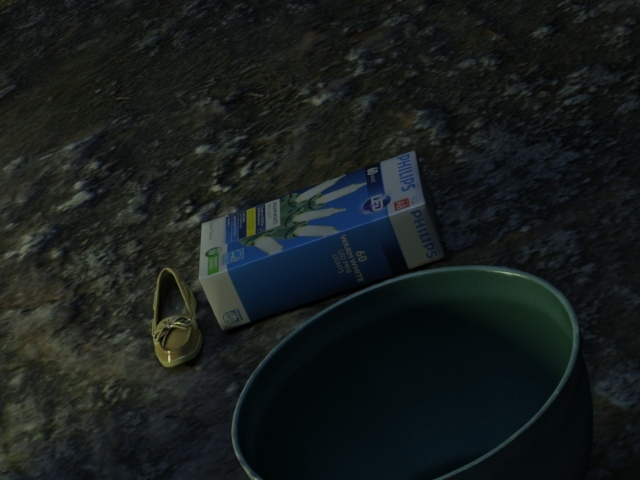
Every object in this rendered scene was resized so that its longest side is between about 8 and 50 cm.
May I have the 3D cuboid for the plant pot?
[{"bbox_3d":[0.098,0.184,1.464,0.293,0.196,0.293,-17,30,10],"label":"plant pot"}]

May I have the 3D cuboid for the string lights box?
[{"bbox_3d":[0.000,0.000,1.965,0.259,0.077,0.133,-19,28,8],"label":"string lights box"}]

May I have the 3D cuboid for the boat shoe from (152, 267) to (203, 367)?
[{"bbox_3d":[-0.163,0.086,1.970,0.056,0.048,0.153,-19,29,9],"label":"boat shoe"}]
